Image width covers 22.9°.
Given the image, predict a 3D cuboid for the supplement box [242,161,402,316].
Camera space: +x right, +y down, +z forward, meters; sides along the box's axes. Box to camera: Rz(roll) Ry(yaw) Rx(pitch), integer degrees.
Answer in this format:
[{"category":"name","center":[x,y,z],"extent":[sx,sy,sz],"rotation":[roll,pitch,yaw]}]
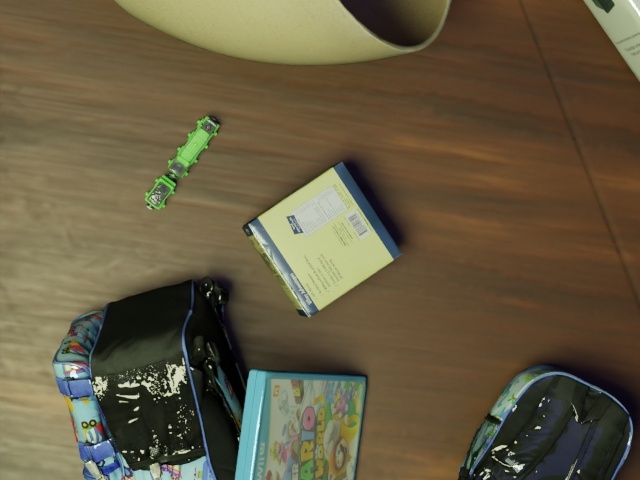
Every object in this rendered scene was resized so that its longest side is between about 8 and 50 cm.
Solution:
[{"category":"supplement box","center":[0.000,0.000,1.165],"extent":[0.083,0.056,0.083],"rotation":[-34,93,-7]}]

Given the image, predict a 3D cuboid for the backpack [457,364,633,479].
[{"category":"backpack","center":[0.166,0.152,1.168],"extent":[0.105,0.084,0.114],"rotation":[30,90,-6]}]

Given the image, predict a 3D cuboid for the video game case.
[{"category":"video game case","center":[-0.013,0.152,1.114],"extent":[0.015,0.166,0.119],"rotation":[7,87,26]}]

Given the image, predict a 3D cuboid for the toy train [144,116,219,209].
[{"category":"toy train","center":[-0.103,-0.058,1.171],"extent":[0.017,0.024,0.083],"rotation":[36,85,-5]}]

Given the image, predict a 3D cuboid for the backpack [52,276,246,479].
[{"category":"backpack","center":[-0.104,0.132,1.105],"extent":[0.117,0.158,0.173],"rotation":[-14,108,3]}]

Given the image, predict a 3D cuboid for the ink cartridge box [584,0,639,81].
[{"category":"ink cartridge box","center":[0.263,-0.233,1.190],"extent":[0.153,0.087,0.208],"rotation":[-35,94,-7]}]

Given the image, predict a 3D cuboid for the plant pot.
[{"category":"plant pot","center":[-0.057,-0.241,1.084],"extent":[0.191,0.284,0.284],"rotation":[-14,90,28]}]
